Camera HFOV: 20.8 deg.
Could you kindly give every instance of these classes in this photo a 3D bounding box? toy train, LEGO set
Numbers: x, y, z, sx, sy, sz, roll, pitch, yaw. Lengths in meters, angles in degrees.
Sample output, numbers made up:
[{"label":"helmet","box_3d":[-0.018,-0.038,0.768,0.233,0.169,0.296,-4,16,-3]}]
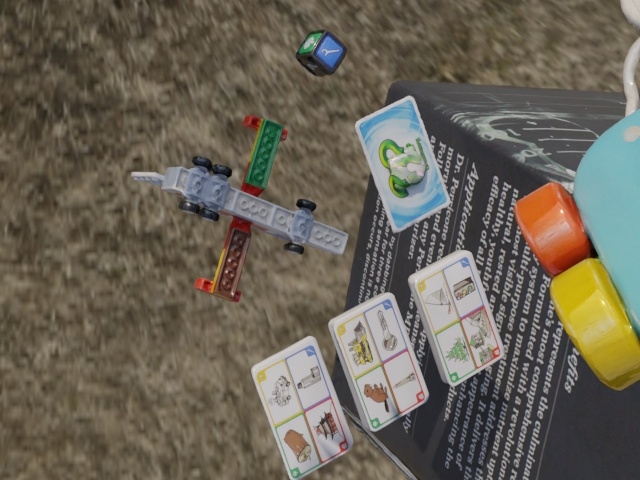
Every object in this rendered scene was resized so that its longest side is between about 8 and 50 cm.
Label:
[{"label":"toy train","box_3d":[0.117,-0.008,0.313,0.046,0.166,0.125,45,70,-39]},{"label":"LEGO set","box_3d":[0.000,0.000,1.091,0.182,0.060,0.244,-28,105,-29]}]

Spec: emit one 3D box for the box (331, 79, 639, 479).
[{"label":"box","box_3d":[0.333,0.087,1.302,0.479,0.472,0.297,0,112,-27]}]
